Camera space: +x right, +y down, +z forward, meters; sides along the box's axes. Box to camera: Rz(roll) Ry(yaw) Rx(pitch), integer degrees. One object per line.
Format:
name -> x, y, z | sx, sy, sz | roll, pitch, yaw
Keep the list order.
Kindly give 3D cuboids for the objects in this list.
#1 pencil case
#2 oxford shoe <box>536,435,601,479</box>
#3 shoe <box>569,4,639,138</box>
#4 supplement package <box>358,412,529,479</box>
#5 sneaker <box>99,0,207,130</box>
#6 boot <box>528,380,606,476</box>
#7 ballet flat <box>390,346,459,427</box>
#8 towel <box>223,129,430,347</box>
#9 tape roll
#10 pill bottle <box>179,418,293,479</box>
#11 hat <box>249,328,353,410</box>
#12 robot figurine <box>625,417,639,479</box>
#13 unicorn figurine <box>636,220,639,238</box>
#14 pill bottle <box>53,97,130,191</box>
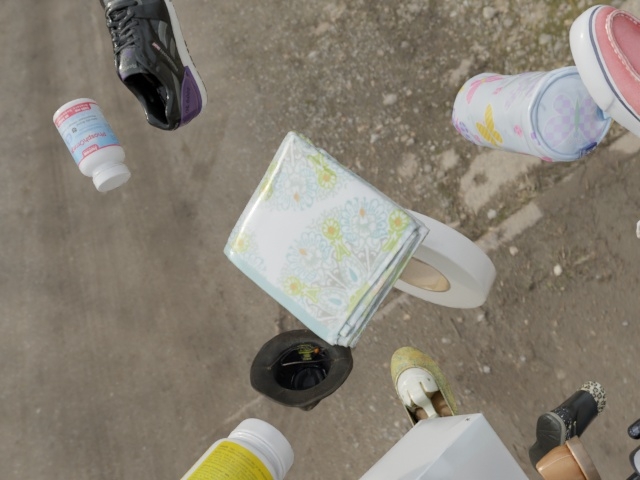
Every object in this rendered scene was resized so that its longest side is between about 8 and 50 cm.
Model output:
pencil case -> 0.285, -0.181, 0.923 | 0.124, 0.113, 0.273 | -30, 16, -4
oxford shoe -> 0.335, 0.342, 0.860 | 0.076, 0.212, 0.076 | -28, 22, 8
shoe -> 0.240, -0.088, 0.414 | 0.063, 0.178, 0.081 | -47, 9, -24
supplement package -> 0.229, 0.459, 1.108 | 0.199, 0.198, 0.262 | -35, 88, -28
sneaker -> -0.280, -0.310, 1.049 | 0.107, 0.283, 0.124 | -20, 19, 24
boot -> 0.582, 0.447, 1.556 | 0.179, 0.236, 0.085 | -29, 44, -24
ballet flat -> 0.244, 0.381, 1.463 | 0.123, 0.123, 0.348 | -29, 62, 10
towel -> 0.000, 0.000, 1.399 | 0.375, 0.090, 0.320 | 38, 105, 19
tape roll -> 0.236, 0.046, 1.640 | 0.392, 0.392, 0.072 | 15, 68, 33
pill bottle -> -0.132, 0.350, 0.915 | 0.119, 0.119, 0.208 | 8, 31, 31
hat -> -0.049, 0.398, 1.919 | 0.332, 0.133, 0.331 | -6, 28, 4
robot figurine -> 0.823, 0.503, 1.505 | 0.209, 0.173, 0.278 | 41, 104, -5
unicorn figurine -> 0.712, -0.045, 1.384 | 0.060, 0.162, 0.111 | -128, 48, -62
pill bottle -> -0.418, -0.175, 1.228 | 0.087, 0.087, 0.160 | -32, 83, 8
